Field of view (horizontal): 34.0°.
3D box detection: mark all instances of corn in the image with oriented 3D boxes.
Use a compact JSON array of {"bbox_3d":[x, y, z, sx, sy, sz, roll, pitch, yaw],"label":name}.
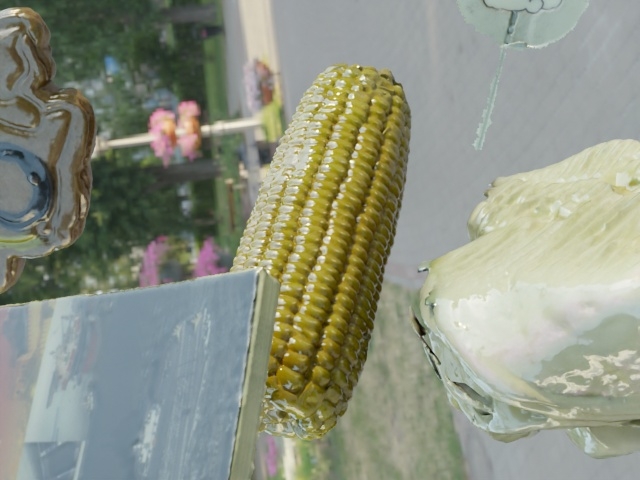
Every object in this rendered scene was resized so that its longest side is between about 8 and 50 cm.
[{"bbox_3d":[0.000,0.000,0.884,0.131,0.131,0.344,93,-167,-58],"label":"corn"}]

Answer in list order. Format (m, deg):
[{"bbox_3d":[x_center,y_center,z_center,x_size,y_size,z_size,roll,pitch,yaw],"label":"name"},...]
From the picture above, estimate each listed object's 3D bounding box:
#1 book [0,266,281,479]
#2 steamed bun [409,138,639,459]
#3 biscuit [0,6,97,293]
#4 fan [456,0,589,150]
[{"bbox_3d":[-0.199,0.164,0.760,0.028,0.374,0.262,35,-125,-47],"label":"book"},{"bbox_3d":[0.233,0.059,0.814,0.207,0.280,0.268,60,-150,-20],"label":"steamed bun"},{"bbox_3d":[-0.305,-0.076,0.958,0.041,0.208,0.290,-52,-15,-63],"label":"biscuit"},{"bbox_3d":[0.245,-0.274,1.359,0.009,0.191,0.329,-21,-55,-60],"label":"fan"}]
